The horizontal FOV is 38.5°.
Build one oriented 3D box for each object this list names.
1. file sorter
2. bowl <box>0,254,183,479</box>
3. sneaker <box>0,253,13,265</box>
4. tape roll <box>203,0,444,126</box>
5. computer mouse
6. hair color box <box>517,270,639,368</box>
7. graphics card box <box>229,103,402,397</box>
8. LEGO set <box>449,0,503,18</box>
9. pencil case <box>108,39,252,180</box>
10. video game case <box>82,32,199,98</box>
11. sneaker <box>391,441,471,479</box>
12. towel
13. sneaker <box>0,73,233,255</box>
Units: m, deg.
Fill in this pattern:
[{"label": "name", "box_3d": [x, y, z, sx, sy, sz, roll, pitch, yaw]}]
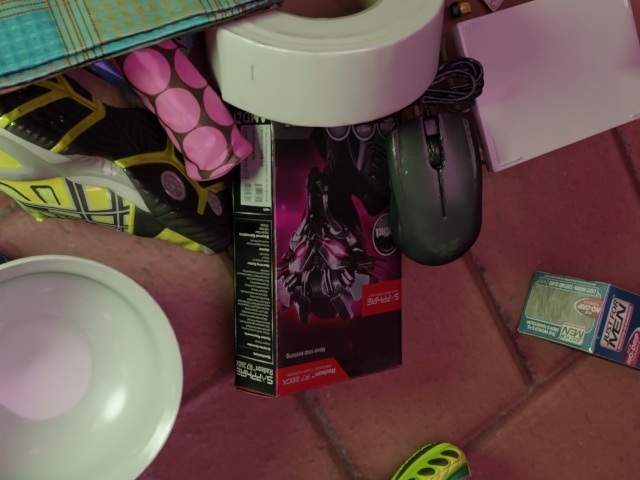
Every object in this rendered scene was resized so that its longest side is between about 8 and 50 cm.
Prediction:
[{"label": "file sorter", "box_3d": [0.281, -0.228, 1.273, 0.277, 0.173, 0.193, -21, 102, -21]}, {"label": "bowl", "box_3d": [-0.319, 0.156, 1.065, 0.297, 0.134, 0.298, -3, 97, -23]}, {"label": "sneaker", "box_3d": [-0.411, 0.023, 1.052, 0.144, 0.059, 0.053, 29, 81, -24]}, {"label": "tape roll", "box_3d": [0.001, -0.255, 1.078, 0.286, 0.286, 0.100, -21, 139, -21]}, {"label": "computer mouse", "box_3d": [0.135, -0.076, 1.145, 0.188, 0.072, 0.272, -15, 116, -2]}, {"label": "hair color box", "box_3d": [0.498, 0.149, 1.406, 0.347, 0.174, 0.105, 18, 87, -25]}, {"label": "graphics card box", "box_3d": [0.000, 0.000, 1.183, 0.232, 0.094, 0.371, -5, 96, -42]}, {"label": "LEGO set", "box_3d": [0.240, -0.434, 1.298, 0.182, 0.060, 0.244, 45, 74, -21]}, {"label": "pencil case", "box_3d": [-0.171, -0.164, 1.054, 0.209, 0.098, 0.095, 55, 51, -18]}, {"label": "video game case", "box_3d": [-0.255, -0.329, 1.087, 0.269, 0.061, 0.244, 26, 85, -24]}, {"label": "sneaker", "box_3d": [0.111, 0.416, 1.294, 0.295, 0.109, 0.124, -37, 104, -17]}, {"label": "towel", "box_3d": [-0.254, -0.308, 0.970, 0.370, 0.040, 0.272, -21, 74, -16]}, {"label": "sneaker", "box_3d": [-0.264, -0.081, 1.082, 0.384, 0.147, 0.145, 31, 40, -36]}]
